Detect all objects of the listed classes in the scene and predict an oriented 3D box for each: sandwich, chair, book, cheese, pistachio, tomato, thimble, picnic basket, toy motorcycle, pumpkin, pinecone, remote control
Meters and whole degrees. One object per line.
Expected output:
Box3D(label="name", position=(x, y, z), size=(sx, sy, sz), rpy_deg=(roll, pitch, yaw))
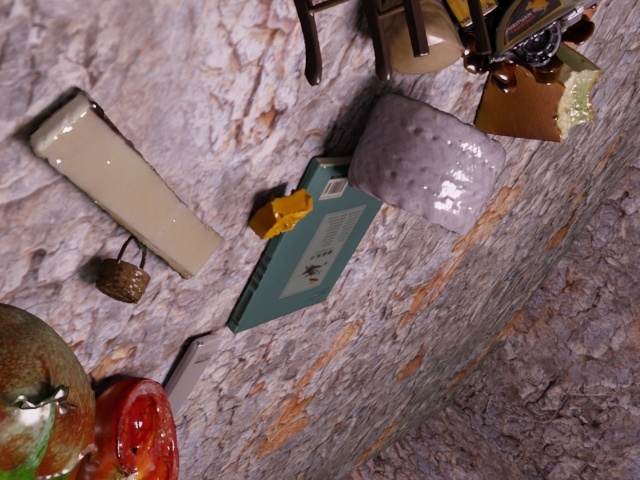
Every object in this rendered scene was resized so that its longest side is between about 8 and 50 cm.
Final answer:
Box3D(label="sandwich", position=(0.394, -0.248, 1.432), size=(0.108, 0.186, 0.220), rpy_deg=(-30, 153, -26))
Box3D(label="chair", position=(0.063, -0.340, 0.827), size=(0.186, 0.319, 0.160), rpy_deg=(-5, -174, 43))
Box3D(label="book", position=(0.000, 0.000, 1.384), size=(0.264, 0.031, 0.379), rpy_deg=(-13, 141, -49))
Box3D(label="cheese", position=(-0.214, -0.046, 0.951), size=(0.085, 0.034, 0.400), rpy_deg=(-47, 154, -6))
Box3D(label="pistachio", position=(0.133, -0.273, 1.052), size=(0.185, 0.126, 0.108), rpy_deg=(-11, 117, -70))
Box3D(label="tomato", position=(-0.397, 0.207, 0.825), size=(0.303, 0.239, 0.304), rpy_deg=(-44, 152, -30))
Box3D(label="thimble", position=(0.161, -0.112, 1.212), size=(0.157, 0.217, 0.245), rpy_deg=(-64, 162, 5))
Box3D(label="tomato", position=(-0.318, 0.331, 1.242), size=(0.200, 0.139, 0.233), rpy_deg=(-53, 136, -71))
Box3D(label="picnic basket", position=(-0.248, 0.034, 1.016), size=(0.072, 0.071, 0.083), rpy_deg=(74, 32, -63))
Box3D(label="toy motorcycle", position=(0.303, -0.324, 0.994), size=(0.263, 0.157, 0.091), rpy_deg=(-32, 180, 12))
Box3D(label="pumpkin", position=(-0.062, -0.044, 1.189), size=(0.074, 0.054, 0.083), rpy_deg=(-19, 167, -39))
Box3D(label="pinecone", position=(0.298, -0.322, 1.143), size=(0.228, 0.203, 0.201), rpy_deg=(-23, 180, -38))
Box3D(label="remote control", position=(-0.252, 0.257, 1.401), size=(0.067, 0.029, 0.261), rpy_deg=(-12, 142, -51))
